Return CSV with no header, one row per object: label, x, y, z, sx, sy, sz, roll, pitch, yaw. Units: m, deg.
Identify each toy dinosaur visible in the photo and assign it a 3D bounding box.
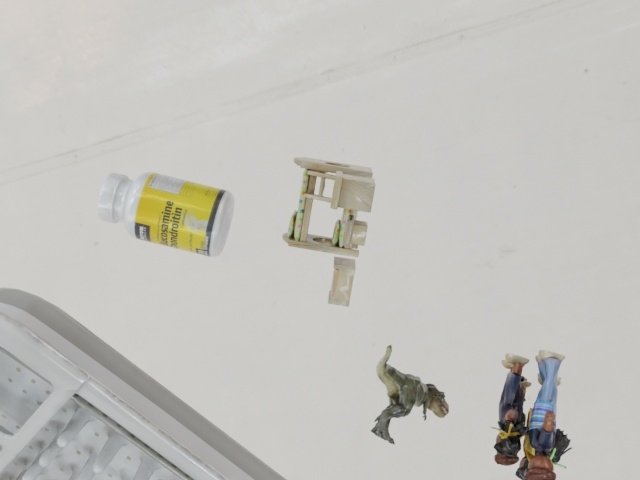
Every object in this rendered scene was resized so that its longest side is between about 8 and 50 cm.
toy dinosaur,0.119,0.247,1.053,0.064,0.268,0.118,20,76,35

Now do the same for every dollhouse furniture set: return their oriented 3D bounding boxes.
dollhouse furniture set,0.000,0.000,0.850,0.101,0.161,0.181,9,102,0

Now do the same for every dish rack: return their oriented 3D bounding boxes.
dish rack,-0.140,0.187,0.453,0.333,0.072,0.285,41,120,-9

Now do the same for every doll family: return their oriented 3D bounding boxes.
doll family,0.197,0.174,0.654,0.076,0.193,0.111,8,69,26

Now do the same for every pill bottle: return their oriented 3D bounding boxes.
pill bottle,-0.228,-0.044,1.028,0.184,0.103,0.103,13,91,0
